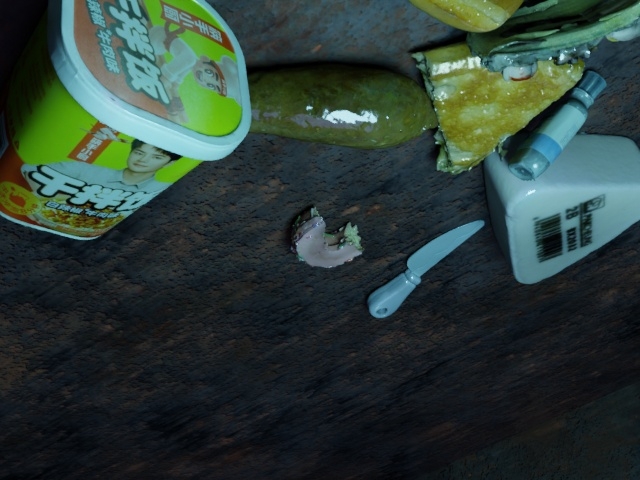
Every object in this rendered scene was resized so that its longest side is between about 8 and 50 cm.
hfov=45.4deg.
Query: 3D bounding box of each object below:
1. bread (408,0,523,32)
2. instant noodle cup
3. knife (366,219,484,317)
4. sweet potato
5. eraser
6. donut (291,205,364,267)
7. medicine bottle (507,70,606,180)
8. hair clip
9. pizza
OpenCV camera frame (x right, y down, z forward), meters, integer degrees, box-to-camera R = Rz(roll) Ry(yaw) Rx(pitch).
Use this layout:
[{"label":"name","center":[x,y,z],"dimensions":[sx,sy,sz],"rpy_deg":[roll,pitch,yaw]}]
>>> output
[{"label":"bread","center":[0.180,-0.364,1.007],"dimensions":[0.236,0.106,0.140],"rpy_deg":[16,132,-36]},{"label":"instant noodle cup","center":[-0.288,-0.164,1.001],"dimensions":[0.293,0.294,0.307],"rpy_deg":[20,139,-39]},{"label":"knife","center":[0.214,0.054,1.646],"dimensions":[0.080,0.044,0.331],"rpy_deg":[24,124,-32]},{"label":"sweet potato","center":[-0.023,-0.196,1.144],"dimensions":[0.422,0.131,0.131],"rpy_deg":[-4,143,-12]},{"label":"eraser","center":[0.428,-0.081,1.438],"dimensions":[0.331,0.150,0.331],"rpy_deg":[-9,143,-7]},{"label":"donut","center":[0.000,0.000,1.467],"dimensions":[0.117,0.065,0.166],"rpy_deg":[-33,139,21]},{"label":"medicine bottle","center":[0.398,-0.192,1.280],"dimensions":[0.053,0.090,0.208],"rpy_deg":[39,85,-6]},{"label":"hair clip","center":[0.371,-0.308,1.097],"dimensions":[0.321,0.138,0.091],"rpy_deg":[-21,126,1]},{"label":"pizza","center":[0.248,-0.216,1.264],"dimensions":[0.279,0.075,0.288],"rpy_deg":[4,142,-18]}]
